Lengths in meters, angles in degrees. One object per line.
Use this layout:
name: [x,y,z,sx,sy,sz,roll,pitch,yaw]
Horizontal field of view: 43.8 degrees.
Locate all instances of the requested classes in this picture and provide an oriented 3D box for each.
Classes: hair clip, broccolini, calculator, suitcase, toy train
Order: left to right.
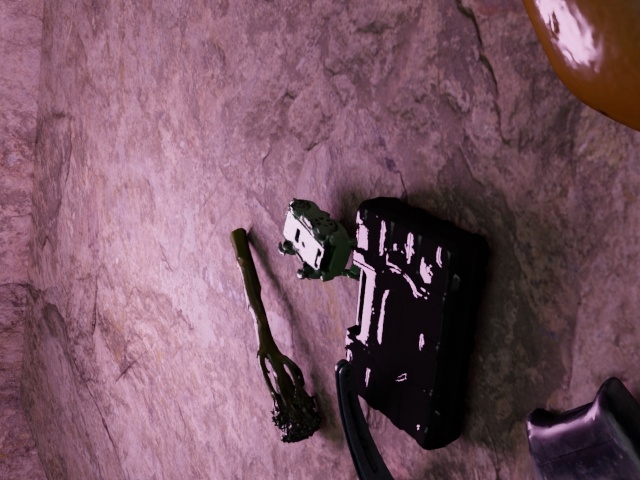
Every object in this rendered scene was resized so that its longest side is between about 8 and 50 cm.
broccolini: [-0.086,0.158,1.373,0.074,0.079,0.391,115,143,-56]
toy train: [0.000,0.000,1.177,0.149,0.081,0.099,49,135,49]
hair clip: [0.059,0.281,1.095,0.083,0.048,0.275,12,127,59]
suitcase: [0.114,0.102,1.027,0.206,0.066,0.285,29,121,50]
calculator: [0.306,0.283,0.804,0.177,0.040,0.268,-48,62,53]

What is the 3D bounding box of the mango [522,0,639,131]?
mango: [0.327,-0.191,0.496,0.446,0.232,0.299,18,107,45]
